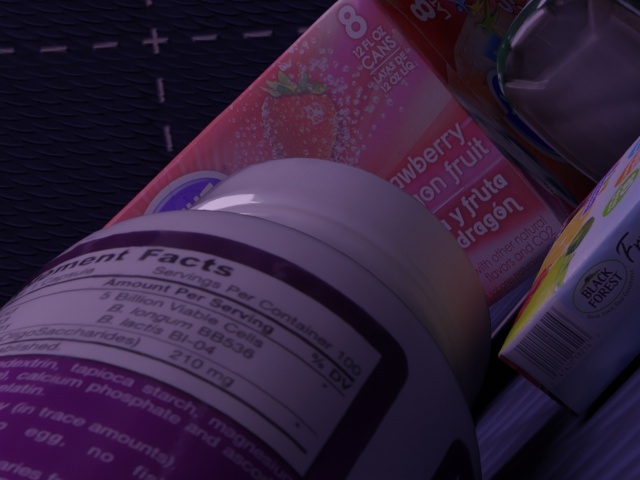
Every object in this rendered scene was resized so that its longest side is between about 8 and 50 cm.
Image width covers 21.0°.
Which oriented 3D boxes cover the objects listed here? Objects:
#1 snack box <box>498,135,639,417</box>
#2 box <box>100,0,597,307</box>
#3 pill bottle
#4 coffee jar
[{"bbox_3d":[0.121,-0.020,0.556,0.141,0.037,0.100,-52,1,32],"label":"snack box"},{"bbox_3d":[0.000,0.000,0.829,0.300,0.142,0.154,-40,-1,36],"label":"box"},{"bbox_3d":[-0.050,0.094,0.506,0.169,0.169,0.301,-52,0,36],"label":"pill bottle"},{"bbox_3d":[0.145,-0.100,0.687,0.079,0.096,0.184,-47,3,45],"label":"coffee jar"}]
